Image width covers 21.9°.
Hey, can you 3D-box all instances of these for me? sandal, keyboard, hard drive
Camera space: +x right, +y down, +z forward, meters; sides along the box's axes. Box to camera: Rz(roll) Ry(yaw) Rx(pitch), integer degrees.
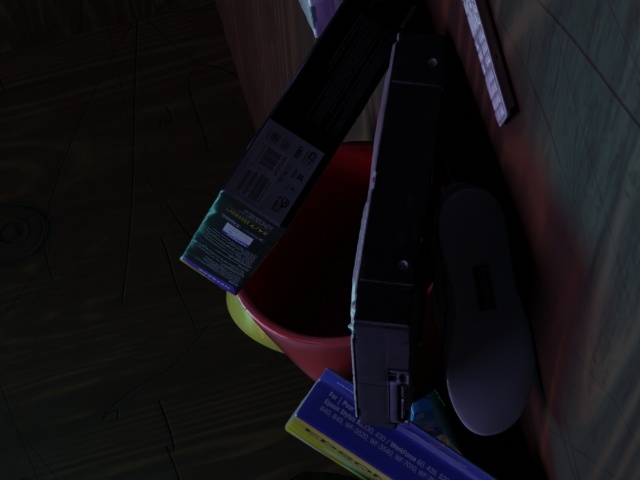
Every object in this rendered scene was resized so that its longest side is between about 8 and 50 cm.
[{"bbox_3d":[0.189,0.223,1.996,0.254,0.054,0.097,49,163,55],"label":"sandal"},{"bbox_3d":[0.133,-0.230,1.500,0.072,0.014,0.256,130,125,-83],"label":"keyboard"},{"bbox_3d":[0.082,-0.008,1.677,0.237,0.064,0.339,84,-167,-61],"label":"hard drive"}]

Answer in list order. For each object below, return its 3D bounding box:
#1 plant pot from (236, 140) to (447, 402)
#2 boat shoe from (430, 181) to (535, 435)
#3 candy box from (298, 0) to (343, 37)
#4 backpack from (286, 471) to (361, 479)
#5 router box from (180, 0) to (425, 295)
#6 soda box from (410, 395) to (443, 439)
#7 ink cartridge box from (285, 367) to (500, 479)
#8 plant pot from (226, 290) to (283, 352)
[{"bbox_3d":[0.053,0.061,1.947,0.243,0.274,0.275,66,-176,-54],"label":"plant pot"},{"bbox_3d":[0.162,0.065,1.676,0.084,0.095,0.258,-112,19,-77],"label":"boat shoe"},{"bbox_3d":[-0.008,-0.388,2.162,0.196,0.070,0.165,-111,8,-49],"label":"candy box"},{"bbox_3d":[0.047,0.475,2.020,0.290,0.273,0.356,40,128,29],"label":"backpack"},{"bbox_3d":[-0.023,-0.112,1.784,0.081,0.309,0.243,33,158,-3],"label":"router box"},{"bbox_3d":[0.143,0.224,2.302,0.210,0.067,0.071,95,159,-72],"label":"soda box"},{"bbox_3d":[0.105,0.265,1.901,0.303,0.072,0.307,33,172,3],"label":"ink cartridge box"},{"bbox_3d":[0.000,0.000,2.338,0.254,0.254,0.239,-112,24,-52],"label":"plant pot"}]
